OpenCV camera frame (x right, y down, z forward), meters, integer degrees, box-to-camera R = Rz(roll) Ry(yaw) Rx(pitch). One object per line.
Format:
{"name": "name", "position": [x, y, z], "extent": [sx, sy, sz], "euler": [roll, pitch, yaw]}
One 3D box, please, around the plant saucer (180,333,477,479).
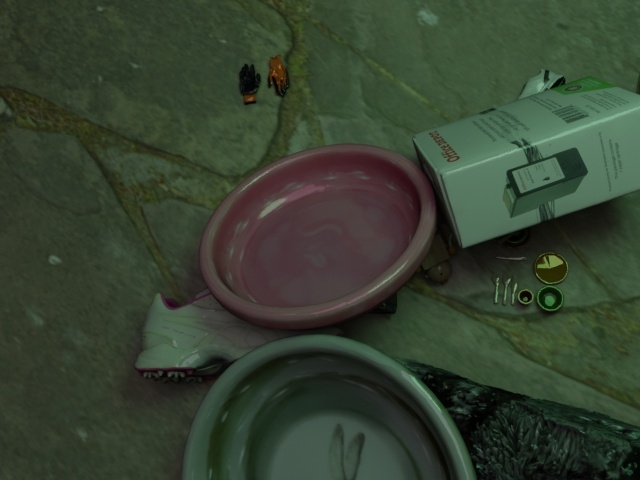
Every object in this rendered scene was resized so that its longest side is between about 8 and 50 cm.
{"name": "plant saucer", "position": [0.012, 0.317, 0.935], "extent": [0.401, 0.100, 0.400], "euler": [-2, 85, 25]}

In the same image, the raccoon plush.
{"name": "raccoon plush", "position": [0.248, 0.347, 0.922], "extent": [0.446, 0.216, 0.299], "euler": [14, 90, 45]}

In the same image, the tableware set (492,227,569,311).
{"name": "tableware set", "position": [0.301, 0.023, 1.056], "extent": [0.104, 0.024, 0.154], "euler": [5, 73, 11]}

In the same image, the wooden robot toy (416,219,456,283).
{"name": "wooden robot toy", "position": [0.169, 0.021, 1.070], "extent": [0.173, 0.076, 0.079], "euler": [-27, 105, 0]}

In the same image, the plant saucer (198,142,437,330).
{"name": "plant saucer", "position": [0.000, 0.000, 1.027], "extent": [0.332, 0.084, 0.332], "euler": [-12, 43, 11]}

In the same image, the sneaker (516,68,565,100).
{"name": "sneaker", "position": [0.319, -0.218, 1.127], "extent": [0.109, 0.040, 0.044], "euler": [-40, 54, -8]}

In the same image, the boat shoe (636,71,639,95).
{"name": "boat shoe", "position": [0.521, -0.101, 1.013], "extent": [0.097, 0.116, 0.324], "euler": [-12, 75, 4]}

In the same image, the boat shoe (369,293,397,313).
{"name": "boat shoe", "position": [0.035, 0.088, 1.062], "extent": [0.152, 0.056, 0.049], "euler": [-6, 66, 7]}

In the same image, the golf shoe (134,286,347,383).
{"name": "golf shoe", "position": [-0.114, 0.125, 1.048], "extent": [0.306, 0.115, 0.140], "euler": [-4, 69, 7]}

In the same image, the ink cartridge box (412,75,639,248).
{"name": "ink cartridge box", "position": [0.281, -0.113, 1.002], "extent": [0.273, 0.198, 0.114], "euler": [-19, 111, 4]}

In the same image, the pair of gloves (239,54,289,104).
{"name": "pair of gloves", "position": [-0.093, -0.264, 1.220], "extent": [0.083, 0.010, 0.074], "euler": [-13, 72, 8]}
